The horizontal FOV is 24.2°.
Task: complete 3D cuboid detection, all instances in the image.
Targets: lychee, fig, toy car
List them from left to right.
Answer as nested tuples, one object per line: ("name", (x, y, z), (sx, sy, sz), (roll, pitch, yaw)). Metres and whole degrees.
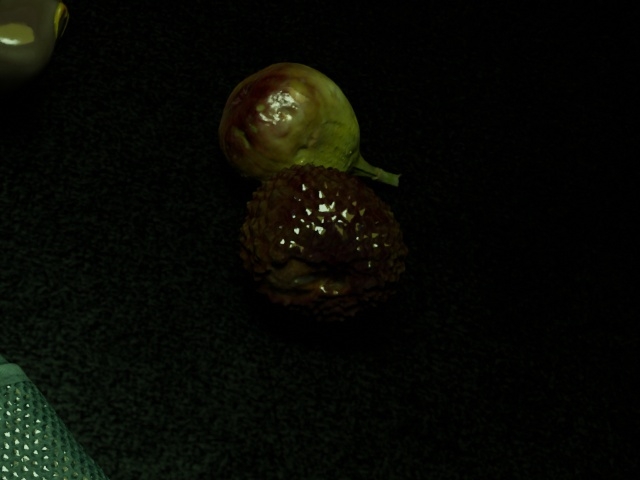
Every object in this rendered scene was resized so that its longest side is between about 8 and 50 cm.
("toy car", (-0.432, -0.213, 1.638), (0.240, 0.271, 0.341), (36, 49, -19))
("lychee", (0.000, 0.000, 1.675), (0.188, 0.188, 0.188), (11, 51, -13))
("fig", (0.000, -0.116, 1.801), (0.257, 0.159, 0.159), (22, 45, -32))

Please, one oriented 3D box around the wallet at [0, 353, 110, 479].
("wallet", (-0.302, 0.264, 1.410), (0.237, 0.075, 0.342), (-28, 67, -39))
